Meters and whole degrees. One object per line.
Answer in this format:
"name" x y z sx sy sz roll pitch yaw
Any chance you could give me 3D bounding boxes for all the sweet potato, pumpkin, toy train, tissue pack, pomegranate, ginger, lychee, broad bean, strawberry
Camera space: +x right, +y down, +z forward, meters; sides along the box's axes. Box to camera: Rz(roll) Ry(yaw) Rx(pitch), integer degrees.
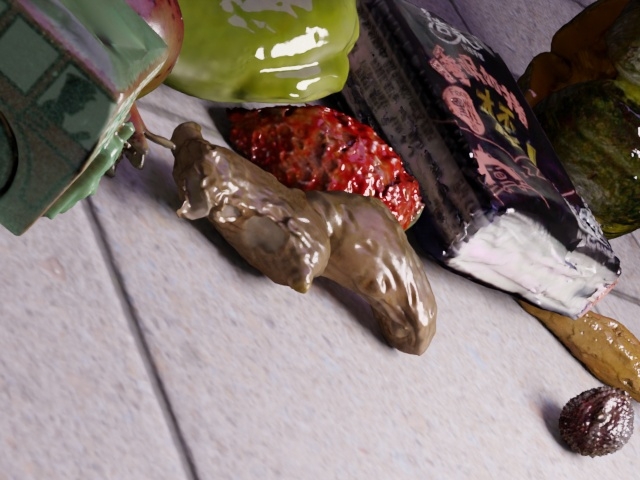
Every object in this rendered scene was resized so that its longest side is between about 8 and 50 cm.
"sweet potato" 0.282 0.105 1.601 0.206 0.060 0.068 34 -7 -8
"pumpkin" 0.331 -0.140 1.764 0.192 0.320 0.320 41 24 -15
"toy train" -0.245 -0.154 0.978 0.326 0.159 0.129 43 22 -8
"tissue pack" 0.145 -0.084 1.569 0.245 0.123 0.332 22 33 -46
"pomegranate" -0.158 -0.133 1.141 0.129 0.129 0.159 23 42 -44
"ginger" -0.002 -0.001 1.244 0.290 0.084 0.122 31 22 -35
"lychee" 0.249 0.162 1.441 0.067 0.068 0.083 11 -6 19
"broad bean" -0.094 -0.225 1.336 0.291 0.119 0.238 30 56 -14
"strawberry" 0.017 -0.064 1.378 0.192 0.085 0.140 50 26 9
